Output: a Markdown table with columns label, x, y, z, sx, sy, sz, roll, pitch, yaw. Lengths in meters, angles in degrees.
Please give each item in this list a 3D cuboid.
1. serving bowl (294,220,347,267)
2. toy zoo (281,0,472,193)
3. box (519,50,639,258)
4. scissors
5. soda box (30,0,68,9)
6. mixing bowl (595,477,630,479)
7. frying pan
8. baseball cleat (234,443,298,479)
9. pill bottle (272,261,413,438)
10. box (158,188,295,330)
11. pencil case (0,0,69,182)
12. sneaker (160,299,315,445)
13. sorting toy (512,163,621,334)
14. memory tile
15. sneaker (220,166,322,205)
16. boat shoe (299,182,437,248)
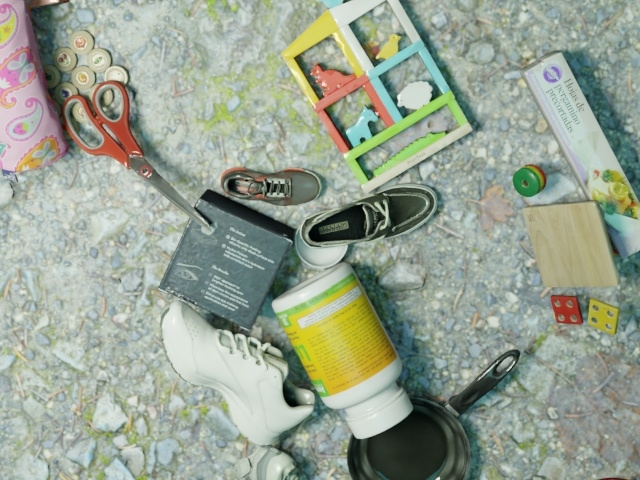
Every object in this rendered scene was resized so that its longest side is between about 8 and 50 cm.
| label | x | y | z | sx | sy | sz | roll | pitch | yaw |
| --- | --- | --- | --- | --- | --- | --- | --- | --- | --- |
| serving bowl | 0.000 | 0.000 | 1.678 | 0.083 | 0.027 | 0.083 | -1 | 94 | -8 |
| toy zoo | 0.074 | -0.243 | 1.628 | 0.192 | 0.030 | 0.293 | -31 | 99 | 8 |
| box | 0.402 | -0.127 | 1.623 | 0.063 | 0.067 | 0.324 | -29 | 98 | 7 |
| scissors | -0.278 | -0.108 | 1.618 | 0.109 | 0.021 | 0.297 | -34 | 82 | 4 |
| soda box | -0.472 | -0.365 | 1.607 | 0.183 | 0.058 | 0.063 | -11 | 101 | 4 |
| mixing bowl | 0.462 | 0.447 | 1.722 | 0.181 | 0.098 | 0.182 | 0 | 102 | 1 |
| frying pan | 0.163 | 0.282 | 1.723 | 0.197 | 0.053 | 0.326 | 21 | 100 | -2 |
| baseball cleat | -0.094 | 0.412 | 1.757 | 0.109 | 0.072 | 0.206 | 31 | 119 | 30 |
| pill bottle | 0.040 | 0.170 | 1.648 | 0.136 | 0.136 | 0.246 | -28 | 93 | 7 |
| box | -0.141 | 0.028 | 1.659 | 0.156 | 0.093 | 0.158 | 25 | 102 | -3 |
| pencil case | -0.453 | -0.236 | 1.570 | 0.124 | 0.124 | 0.284 | -6 | 120 | 3 |
| sneaker | -0.124 | 0.185 | 1.654 | 0.129 | 0.111 | 0.297 | -30 | 120 | 27 |
| sorting toy | 0.387 | 0.009 | 1.631 | 0.132 | 0.046 | 0.275 | -4 | 110 | 48 |
| memory tile | -0.375 | -0.236 | 1.653 | 0.148 | 0.012 | 0.113 | -43 | 98 | 9 |
| sneaker | -0.077 | -0.077 | 1.649 | 0.157 | 0.065 | 0.061 | 1 | 102 | 2 |
| boat shoe | 0.078 | -0.031 | 1.637 | 0.219 | 0.070 | 0.078 | -18 | 95 | -7 |
